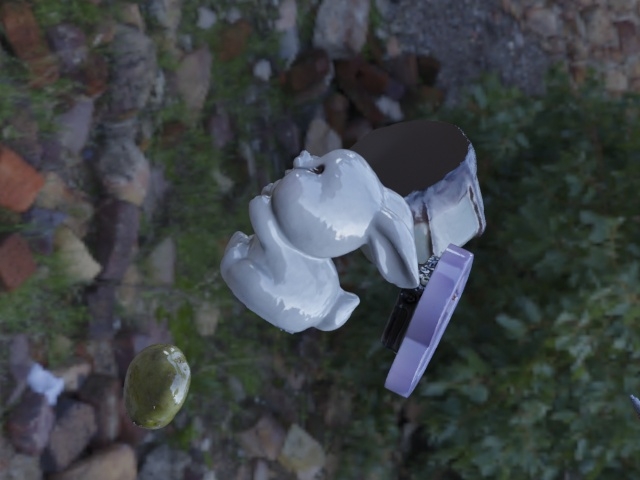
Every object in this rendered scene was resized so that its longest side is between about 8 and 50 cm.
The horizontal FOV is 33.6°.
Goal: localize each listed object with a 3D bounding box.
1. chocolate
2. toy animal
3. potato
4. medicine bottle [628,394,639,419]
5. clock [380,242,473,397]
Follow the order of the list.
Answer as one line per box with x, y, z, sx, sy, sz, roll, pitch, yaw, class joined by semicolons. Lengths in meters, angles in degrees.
0.151;-0.060;1.834;0.283;0.284;0.186;-63;141;-48;chocolate
0.001;0.007;1.121;0.178;0.193;0.127;47;16;-7;toy animal
-0.196;0.174;1.258;0.138;0.070;0.091;119;-33;-57;potato
0.669;0.383;2.072;0.199;0.058;0.058;53;26;8;medicine bottle
0.125;0.082;1.278;0.172;0.064;0.198;-49;162;-57;clock
